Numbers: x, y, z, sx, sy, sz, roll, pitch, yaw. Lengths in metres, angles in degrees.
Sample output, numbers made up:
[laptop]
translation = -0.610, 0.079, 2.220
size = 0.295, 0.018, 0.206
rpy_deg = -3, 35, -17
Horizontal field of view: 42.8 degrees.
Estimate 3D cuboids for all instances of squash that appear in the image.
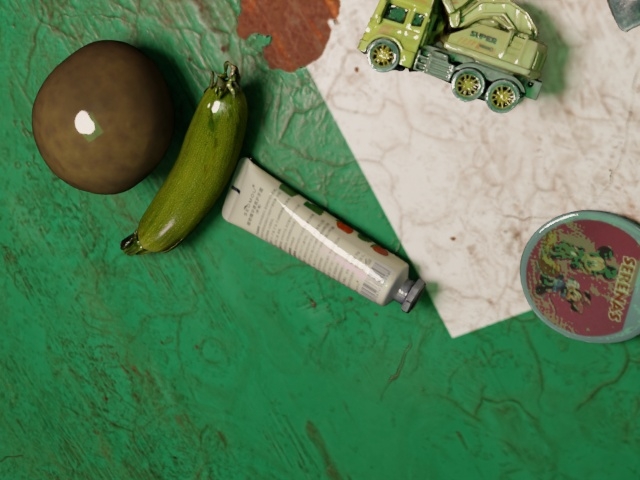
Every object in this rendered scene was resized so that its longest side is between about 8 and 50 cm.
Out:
[squash]
translation = -0.155, -0.083, 1.013
size = 0.080, 0.071, 0.318
rpy_deg = 34, 121, -2

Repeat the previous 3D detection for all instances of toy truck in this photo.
[toy truck]
translation = 0.143, -0.209, 0.839
size = 0.191, 0.085, 0.116
rpy_deg = 22, 106, 10

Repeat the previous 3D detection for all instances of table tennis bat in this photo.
[table tennis bat]
translation = 0.338, 0.052, 0.888
size = 0.244, 0.040, 0.152
rpy_deg = 17, 114, 20

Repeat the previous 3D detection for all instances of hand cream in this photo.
[hand cream]
translation = 0.000, 0.000, 0.996
size = 0.276, 0.059, 0.095
rpy_deg = 32, 119, 14

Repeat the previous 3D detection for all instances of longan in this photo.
[longan]
translation = -0.267, -0.154, 0.991
size = 0.204, 0.159, 0.184
rpy_deg = 43, 111, 37

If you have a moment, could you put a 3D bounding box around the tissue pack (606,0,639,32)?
[tissue pack]
translation = 0.316, -0.369, 0.697
size = 0.228, 0.103, 0.315
rpy_deg = -19, 102, 25
